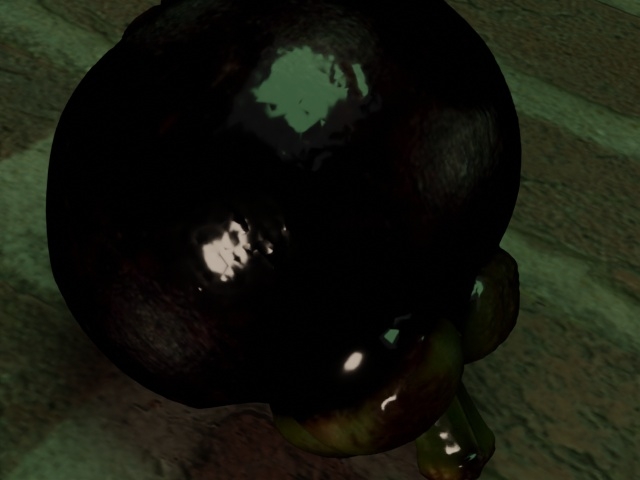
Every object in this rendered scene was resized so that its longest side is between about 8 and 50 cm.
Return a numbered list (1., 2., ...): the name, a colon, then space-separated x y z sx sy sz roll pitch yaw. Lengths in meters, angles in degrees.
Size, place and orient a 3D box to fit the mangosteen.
1. mangosteen: 0.000 0.000 0.834 0.302 0.275 0.275 55 46 -4
